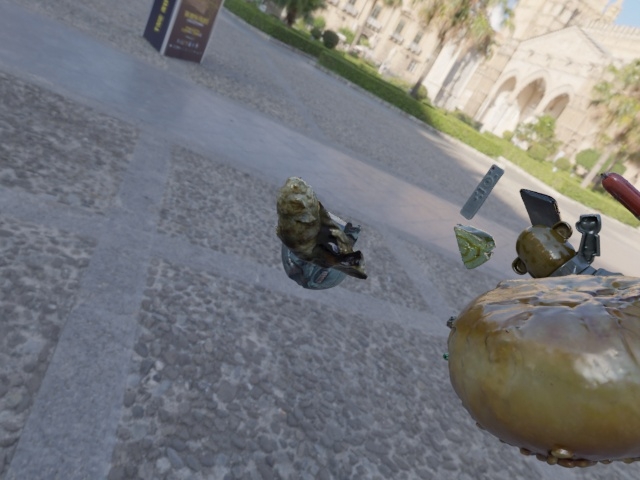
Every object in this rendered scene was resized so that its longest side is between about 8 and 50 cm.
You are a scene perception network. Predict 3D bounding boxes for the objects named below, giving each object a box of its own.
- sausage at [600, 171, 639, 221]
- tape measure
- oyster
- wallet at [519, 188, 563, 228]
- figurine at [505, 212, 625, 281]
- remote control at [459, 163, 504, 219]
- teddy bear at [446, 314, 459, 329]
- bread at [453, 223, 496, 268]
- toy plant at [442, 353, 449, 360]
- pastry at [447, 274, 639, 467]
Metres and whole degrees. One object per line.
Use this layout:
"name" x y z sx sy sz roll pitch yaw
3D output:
"sausage" 0.529 -0.022 0.732 0.253 0.034 0.034 42 21 0
"tape measure" -0.014 0.025 1.546 0.147 0.275 0.256 6 20 -43
"oyster" 0.002 0.001 0.995 0.294 0.166 0.094 42 51 -17
"wallet" 0.715 -0.087 1.512 0.122 0.031 0.232 31 -8 42
"figurine" 0.693 0.076 1.374 0.285 0.342 0.167 51 12 24
"remote control" 0.502 -0.148 1.462 0.027 0.184 0.050 11 29 -39
"teddy bear" 0.367 0.199 1.103 0.119 0.078 0.160 29 2 40
"bread" 0.515 0.008 1.557 0.103 0.110 0.156 -29 99 -50
"toy plant" 0.484 0.378 1.491 0.200 0.143 0.105 8 44 28
"pastry" 0.407 0.195 0.748 0.410 0.245 0.409 -11 6 1
